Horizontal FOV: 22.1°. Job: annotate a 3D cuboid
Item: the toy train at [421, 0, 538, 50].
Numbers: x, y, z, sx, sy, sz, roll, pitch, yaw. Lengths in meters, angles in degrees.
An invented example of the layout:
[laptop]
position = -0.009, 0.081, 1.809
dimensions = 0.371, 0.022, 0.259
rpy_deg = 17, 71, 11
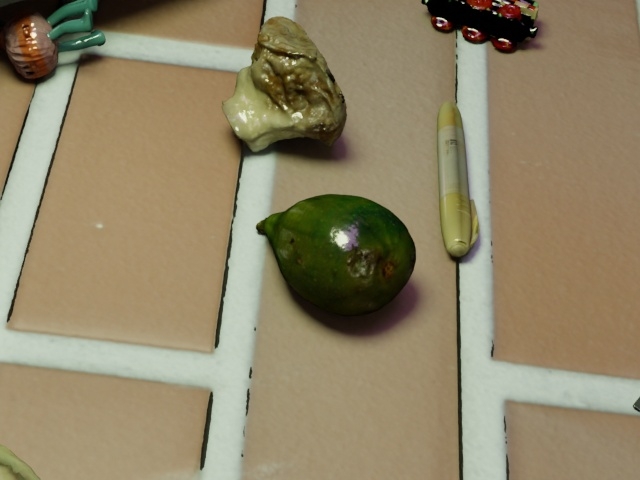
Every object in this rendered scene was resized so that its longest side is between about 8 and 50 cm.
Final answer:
[toy train]
position = 0.188, -0.267, 1.879
dimensions = 0.138, 0.050, 0.087
rpy_deg = 20, 40, 12

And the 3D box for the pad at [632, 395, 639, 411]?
[pad]
position = 0.418, 0.127, 1.518
dimensions = 0.170, 0.006, 0.245
rpy_deg = 30, 46, 22

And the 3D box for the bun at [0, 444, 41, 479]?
[bun]
position = -0.287, 0.242, 1.194
dimensions = 0.222, 0.127, 0.222
rpy_deg = 4, 71, -13

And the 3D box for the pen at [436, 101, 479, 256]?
[pen]
position = 0.139, -0.065, 1.663
dimensions = 0.040, 0.032, 0.233
rpy_deg = 24, 38, -18

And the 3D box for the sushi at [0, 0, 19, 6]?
[sushi]
position = -0.342, -0.366, 1.811
dimensions = 0.343, 0.064, 0.359
rpy_deg = -24, 37, -36

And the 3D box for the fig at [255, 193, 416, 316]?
[fig]
position = 0.000, 0.000, 1.523
dimensions = 0.177, 0.117, 0.117
rpy_deg = 29, 45, 36

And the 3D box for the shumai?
[shumai]
position = -0.044, -0.146, 1.663
dimensions = 0.116, 0.145, 0.145
rpy_deg = -25, 49, -8

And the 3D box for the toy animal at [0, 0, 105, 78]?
[toy animal]
position = -0.332, -0.223, 1.720
dimensions = 0.208, 0.100, 0.103
rpy_deg = -3, 20, 0
